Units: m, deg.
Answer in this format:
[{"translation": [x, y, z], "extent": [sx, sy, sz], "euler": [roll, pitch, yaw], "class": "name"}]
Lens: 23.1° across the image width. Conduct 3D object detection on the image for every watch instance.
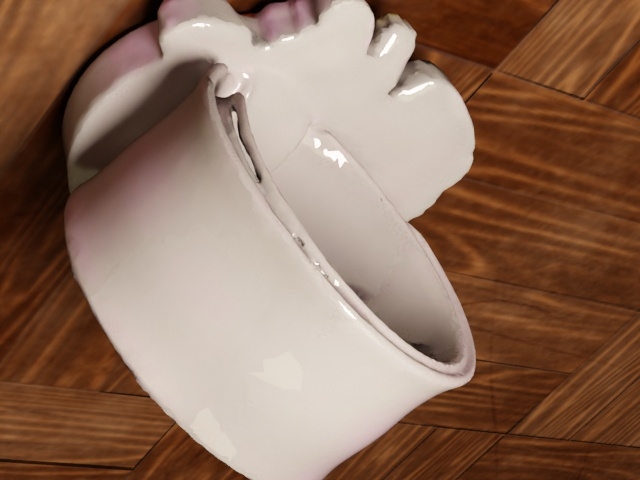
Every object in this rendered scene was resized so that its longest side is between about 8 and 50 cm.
[{"translation": [0.000, 0.000, 0.802], "extent": [0.196, 0.231, 0.244], "euler": [-40, 140, 16], "class": "watch"}]
